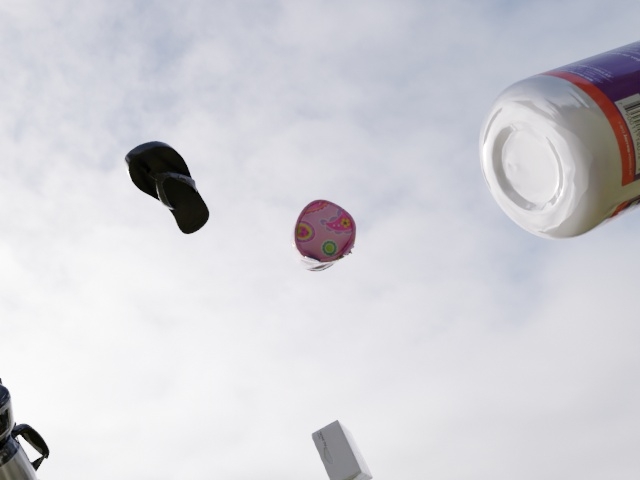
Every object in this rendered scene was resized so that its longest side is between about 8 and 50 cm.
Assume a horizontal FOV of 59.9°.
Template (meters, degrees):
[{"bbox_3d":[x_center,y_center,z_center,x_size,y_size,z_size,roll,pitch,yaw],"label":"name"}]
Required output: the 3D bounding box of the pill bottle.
[{"bbox_3d":[0.359,-0.133,0.643,0.323,0.181,0.181,-21,-43,-19],"label":"pill bottle"}]

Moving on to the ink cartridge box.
[{"bbox_3d":[0.044,0.429,1.099,0.063,0.109,0.150,-28,-29,-2],"label":"ink cartridge box"}]

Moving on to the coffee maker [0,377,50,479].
[{"bbox_3d":[-0.460,0.272,0.716,0.171,0.120,0.178,-4,-69,5],"label":"coffee maker"}]

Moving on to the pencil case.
[{"bbox_3d":[0.000,0.000,1.109,0.124,0.124,0.284,-17,-5,-7],"label":"pencil case"}]

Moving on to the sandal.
[{"bbox_3d":[-0.268,-0.093,1.035,0.097,0.054,0.254,-43,-32,-8],"label":"sandal"}]
